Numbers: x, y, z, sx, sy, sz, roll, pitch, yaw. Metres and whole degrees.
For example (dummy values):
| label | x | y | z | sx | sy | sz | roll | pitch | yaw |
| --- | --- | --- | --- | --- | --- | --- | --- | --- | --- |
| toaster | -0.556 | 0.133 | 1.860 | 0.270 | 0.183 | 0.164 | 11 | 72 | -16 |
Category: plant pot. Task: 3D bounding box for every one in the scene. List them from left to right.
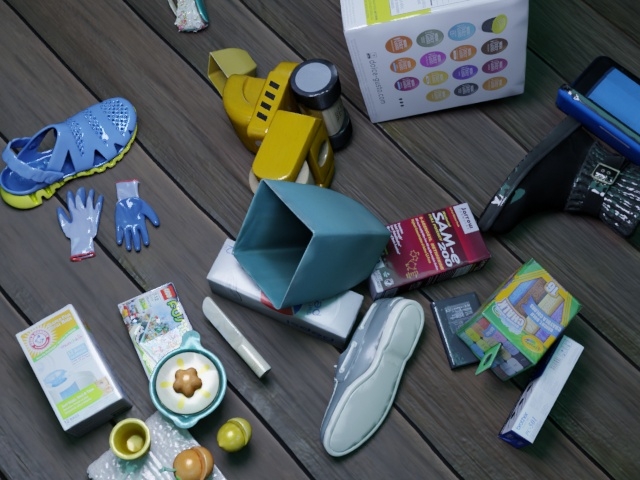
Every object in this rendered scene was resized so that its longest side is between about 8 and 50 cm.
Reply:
| label | x | y | z | sx | sy | sz | roll | pitch | yaw |
| --- | --- | --- | --- | --- | --- | --- | --- | --- | --- |
| plant pot | -0.184 | -0.363 | 1.631 | 0.083 | 0.081 | 0.081 | -27 | 72 | -23 |
| plant pot | 0.000 | 0.000 | 1.371 | 0.234 | 0.165 | 0.165 | -4 | 39 | -42 |

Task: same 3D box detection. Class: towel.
| label | x | y | z | sx | sy | sz | roll | pitch | yaw |
| --- | --- | --- | --- | --- | --- | --- | --- | --- | --- |
| towel | -0.261 | 0.452 | 1.330 | 0.187 | 0.049 | 0.282 | -38 | 75 | -16 |

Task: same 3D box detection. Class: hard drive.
| label | x | y | z | sx | sy | sz | roll | pitch | yaw |
| --- | --- | --- | --- | --- | --- | --- | --- | --- | --- |
| hard drive | 0.278 | 0.174 | 1.474 | 0.094 | 0.022 | 0.135 | -13 | 70 | -8 |

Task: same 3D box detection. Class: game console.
| label | x | y | z | sx | sy | sz | roll | pitch | yaw |
| --- | --- | --- | --- | --- | --- | --- | --- | --- | --- |
| game console | 0.662 | -0.272 | 1.590 | 0.293 | 0.250 | 0.173 | 40 | 99 | 12 |

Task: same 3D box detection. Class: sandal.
| label | x | y | z | sx | sy | sz | roll | pitch | yaw |
| --- | --- | --- | --- | --- | --- | --- | --- | --- | --- |
| sandal | -0.506 | -0.188 | 1.518 | 0.317 | 0.138 | 0.126 | -40 | 74 | -17 |

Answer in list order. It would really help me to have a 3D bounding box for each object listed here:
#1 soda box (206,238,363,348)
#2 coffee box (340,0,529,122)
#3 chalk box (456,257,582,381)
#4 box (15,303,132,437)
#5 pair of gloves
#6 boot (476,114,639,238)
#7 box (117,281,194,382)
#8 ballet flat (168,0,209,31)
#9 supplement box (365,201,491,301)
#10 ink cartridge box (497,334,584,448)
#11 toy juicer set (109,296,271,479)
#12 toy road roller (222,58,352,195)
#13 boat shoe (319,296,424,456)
| label | x | y | z | sx | sy | sz | roll | pitch | yaw |
| --- | --- | --- | --- | --- | --- | --- | --- | --- | --- |
| soda box | -0.067 | 0.102 | 1.447 | 0.286 | 0.098 | 0.091 | 23 | 70 | 6 |
| coffee box | 0.220 | -0.489 | 1.523 | 0.335 | 0.337 | 0.338 | -9 | 68 | 9 |
| chalk box | 0.350 | 0.162 | 1.402 | 0.132 | 0.132 | 0.213 | 46 | 63 | 8 |
| box | -0.445 | 0.236 | 1.374 | 0.114 | 0.103 | 0.203 | -30 | 73 | -13 |
| pair of gloves | -0.426 | -0.043 | 1.526 | 0.198 | 0.023 | 0.159 | -10 | 72 | -5 |
| boot | 0.507 | -0.076 | 1.522 | 0.260 | 0.131 | 0.348 | 43 | 73 | 13 |
| box | -0.290 | 0.192 | 1.434 | 0.114 | 0.036 | 0.207 | -25 | 72 | -12 |
| ballet flat | -0.311 | -0.570 | 1.703 | 0.077 | 0.091 | 0.240 | -19 | 66 | 14 |
| supplement box | 0.198 | 0.022 | 1.502 | 0.240 | 0.073 | 0.130 | -17 | 70 | -10 |
| ink cartridge box | 0.405 | 0.279 | 1.400 | 0.046 | 0.097 | 0.207 | 33 | 71 | 9 |
| toy juicer set | -0.200 | 0.269 | 1.337 | 0.209 | 0.089 | 0.329 | 27 | 67 | 9 |
| toy road roller | -0.091 | -0.202 | 1.516 | 0.241 | 0.202 | 0.329 | 12 | 68 | 18 |
| boat shoe | 0.081 | 0.246 | 1.417 | 0.099 | 0.116 | 0.319 | 14 | 70 | 49 |
